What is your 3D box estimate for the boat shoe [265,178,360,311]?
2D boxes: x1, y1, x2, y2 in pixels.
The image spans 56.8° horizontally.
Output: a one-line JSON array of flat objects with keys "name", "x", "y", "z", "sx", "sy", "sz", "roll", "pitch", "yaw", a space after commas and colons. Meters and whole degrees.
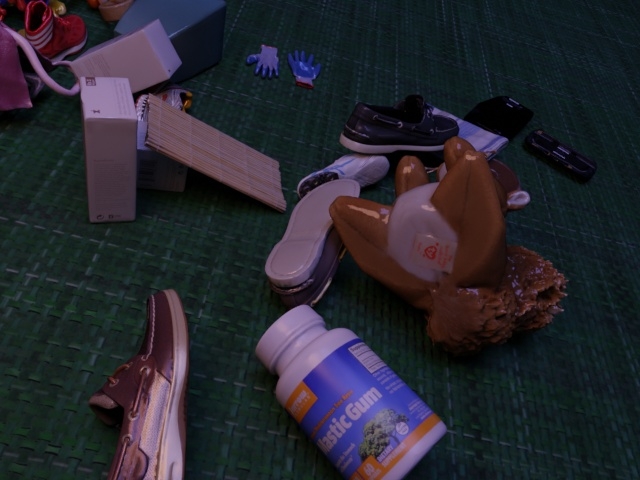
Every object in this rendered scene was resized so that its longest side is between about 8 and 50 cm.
[{"name": "boat shoe", "x": 0.000, "y": 0.000, "z": 1.097, "sx": 0.117, "sy": 0.096, "sz": 0.324, "roll": 0, "pitch": 37, "yaw": 24}]

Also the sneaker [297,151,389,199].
[{"name": "sneaker", "x": 0.041, "y": -0.135, "z": 1.263, "sx": 0.237, "sy": 0.085, "sz": 0.086, "roll": -24, "pitch": 34, "yaw": -33}]

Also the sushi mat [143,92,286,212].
[{"name": "sushi mat", "x": -0.193, "y": -0.165, "z": 1.139, "sx": 0.317, "sy": 0.019, "sz": 0.151, "roll": 25, "pitch": 36, "yaw": -37}]

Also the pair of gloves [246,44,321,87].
[{"name": "pair of gloves", "x": -0.095, "y": -0.464, "z": 1.562, "sx": 0.199, "sy": 0.023, "sz": 0.159, "roll": 11, "pitch": 45, "yaw": -11}]

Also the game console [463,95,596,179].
[{"name": "game console", "x": 0.576, "y": -0.271, "z": 1.608, "sx": 0.361, "sy": 0.043, "sz": 0.213, "roll": 37, "pitch": 48, "yaw": 16}]

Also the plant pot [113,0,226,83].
[{"name": "plant pot", "x": -0.360, "y": -0.472, "z": 1.379, "sx": 0.166, "sy": 0.165, "sz": 0.234, "roll": 30, "pitch": 51, "yaw": 10}]

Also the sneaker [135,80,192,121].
[{"name": "sneaker", "x": -0.331, "y": -0.268, "z": 1.240, "sx": 0.093, "sy": 0.088, "sz": 0.225, "roll": 18, "pitch": 44, "yaw": -5}]

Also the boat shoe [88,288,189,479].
[{"name": "boat shoe", "x": -0.244, "y": 0.211, "z": 0.792, "sx": 0.123, "sy": 0.123, "sz": 0.341, "roll": 5, "pitch": 52, "yaw": -17}]

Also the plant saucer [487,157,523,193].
[{"name": "plant saucer", "x": 0.406, "y": -0.150, "z": 1.433, "sx": 0.199, "sy": 0.036, "sz": 0.198, "roll": 10, "pitch": 46, "yaw": -11}]

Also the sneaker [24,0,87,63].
[{"name": "sneaker", "x": -0.586, "y": -0.483, "z": 1.324, "sx": 0.087, "sy": 0.128, "sz": 0.221, "roll": 14, "pitch": 45, "yaw": -7}]

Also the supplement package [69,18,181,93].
[{"name": "supplement package", "x": -0.399, "y": -0.366, "z": 1.226, "sx": 0.180, "sy": 0.105, "sz": 0.105, "roll": -17, "pitch": 30, "yaw": 14}]

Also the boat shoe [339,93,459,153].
[{"name": "boat shoe", "x": 0.196, "y": -0.271, "z": 1.328, "sx": 0.340, "sy": 0.113, "sz": 0.127, "roll": -8, "pitch": 35, "yaw": -30}]

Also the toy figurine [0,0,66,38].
[{"name": "toy figurine", "x": -0.717, "y": -0.633, "z": 1.376, "sx": 0.218, "sy": 0.191, "sz": 0.362, "roll": 13, "pitch": 59, "yaw": 14}]

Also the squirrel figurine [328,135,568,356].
[{"name": "squirrel figurine", "x": 0.273, "y": 0.006, "z": 1.108, "sx": 0.396, "sy": 0.281, "sz": 0.370, "roll": 63, "pitch": 30, "yaw": -1}]

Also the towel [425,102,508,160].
[{"name": "towel", "x": 0.310, "y": -0.274, "z": 1.489, "sx": 0.285, "sy": 0.034, "sz": 0.209, "roll": 33, "pitch": 44, "yaw": 26}]

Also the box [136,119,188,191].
[{"name": "box", "x": -0.306, "y": -0.160, "z": 1.135, "sx": 0.102, "sy": 0.101, "sz": 0.087, "roll": 4, "pitch": 47, "yaw": -19}]

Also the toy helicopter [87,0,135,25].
[{"name": "toy helicopter", "x": -0.489, "y": -0.610, "z": 1.469, "sx": 0.235, "sy": 0.140, "sz": 0.355, "roll": -8, "pitch": 35, "yaw": 2}]

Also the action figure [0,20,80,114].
[{"name": "action figure", "x": -0.625, "y": -0.397, "z": 1.050, "sx": 0.276, "sy": 0.369, "sz": 0.248, "roll": -6, "pitch": 36, "yaw": -3}]

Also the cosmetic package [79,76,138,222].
[{"name": "cosmetic package", "x": -0.360, "y": -0.149, "z": 1.011, "sx": 0.086, "sy": 0.231, "sz": 0.117, "roll": -4, "pitch": 50, "yaw": -24}]

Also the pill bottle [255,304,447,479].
[{"name": "pill bottle", "x": 0.033, "y": 0.224, "z": 0.852, "sx": 0.152, "sy": 0.152, "sz": 0.272, "roll": -29, "pitch": 63, "yaw": -38}]
